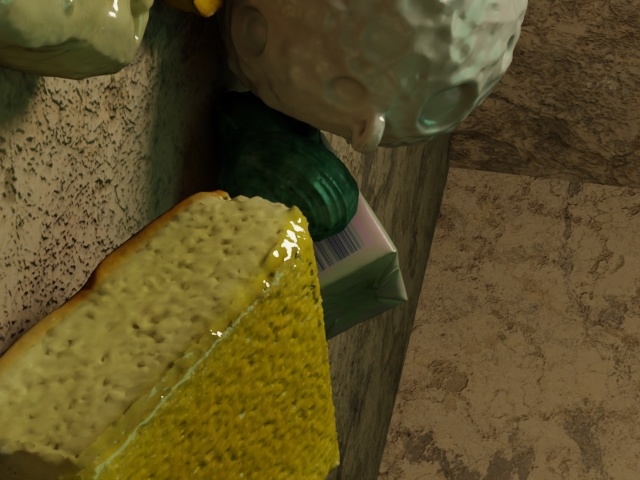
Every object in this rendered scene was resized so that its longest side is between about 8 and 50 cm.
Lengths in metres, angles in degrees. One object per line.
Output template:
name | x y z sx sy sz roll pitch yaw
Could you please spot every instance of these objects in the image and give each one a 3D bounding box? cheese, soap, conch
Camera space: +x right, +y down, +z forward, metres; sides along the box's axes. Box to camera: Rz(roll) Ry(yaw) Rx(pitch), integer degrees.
cheese | -0.181 -0.191 0.785 0.263 0.093 0.159 -10 108 -79
soap | 0.000 0.000 1.472 0.199 0.138 0.182 59 -3 23
conch | -0.051 -0.069 1.303 0.202 0.196 0.134 -54 167 -69

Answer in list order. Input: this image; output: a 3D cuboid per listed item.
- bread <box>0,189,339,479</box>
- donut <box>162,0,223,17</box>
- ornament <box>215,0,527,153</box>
bread | -0.123 0.169 0.982 0.323 0.143 0.333 -47 146 -38
donut | -0.119 -0.287 1.106 0.152 0.058 0.151 8 90 -79
ornament | 0.057 -0.267 1.270 0.337 0.337 0.337 7 90 -79
